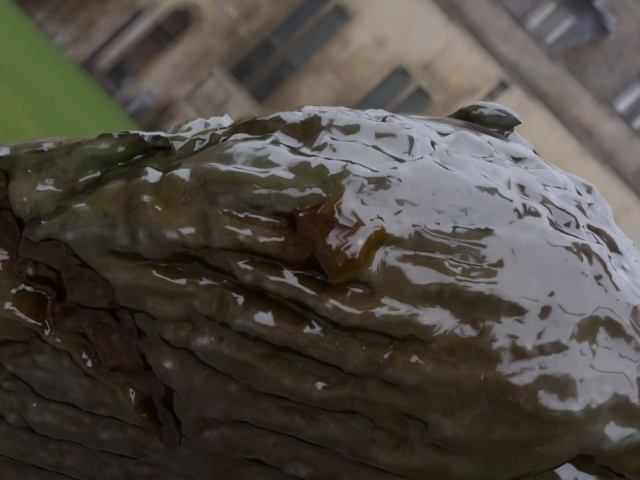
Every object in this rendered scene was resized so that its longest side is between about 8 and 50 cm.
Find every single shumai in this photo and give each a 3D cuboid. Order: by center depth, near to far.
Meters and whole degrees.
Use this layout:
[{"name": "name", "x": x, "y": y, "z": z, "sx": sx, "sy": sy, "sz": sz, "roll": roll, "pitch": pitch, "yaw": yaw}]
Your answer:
[{"name": "shumai", "x": 0.001, "y": -0.003, "z": 0.789, "sx": 0.346, "sy": 0.283, "sz": 0.217, "roll": 6, "pitch": -53, "yaw": 21}]
